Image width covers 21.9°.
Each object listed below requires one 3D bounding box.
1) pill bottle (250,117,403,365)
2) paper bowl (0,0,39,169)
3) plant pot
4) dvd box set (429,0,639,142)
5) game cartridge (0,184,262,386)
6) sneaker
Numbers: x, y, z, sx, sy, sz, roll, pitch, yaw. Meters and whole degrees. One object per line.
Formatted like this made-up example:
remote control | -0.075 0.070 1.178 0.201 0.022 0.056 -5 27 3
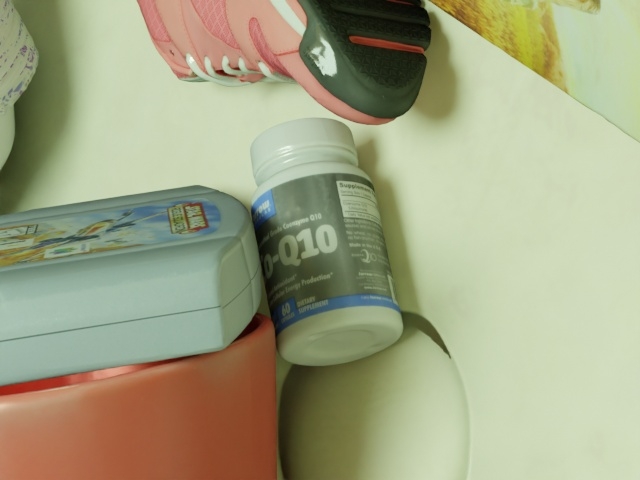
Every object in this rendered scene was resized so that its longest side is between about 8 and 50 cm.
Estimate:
pill bottle | 0.000 0.000 1.002 0.078 0.078 0.137 -27 63 32
paper bowl | -0.340 -0.089 1.210 0.284 0.148 0.284 -20 28 11
plant pot | -0.141 0.183 0.953 0.275 0.275 0.243 -5 96 39
dvd box set | 0.127 -0.204 0.825 0.062 0.307 0.420 -33 50 -20
game cartridge | -0.135 0.019 0.968 0.198 0.297 0.062 -13 101 -5
sneaker | -0.039 -0.143 1.067 0.314 0.116 0.136 52 123 42
